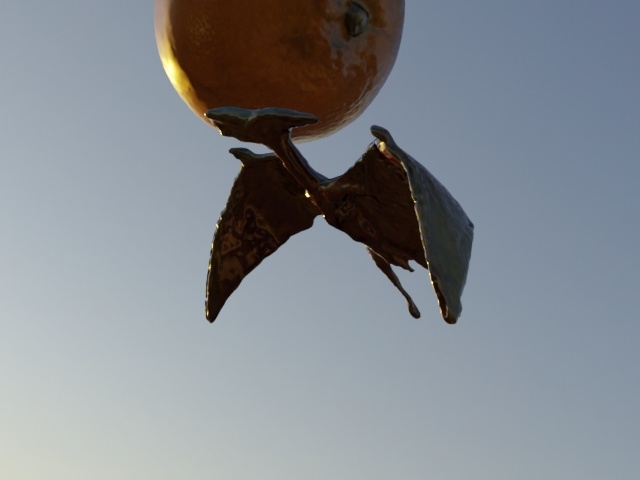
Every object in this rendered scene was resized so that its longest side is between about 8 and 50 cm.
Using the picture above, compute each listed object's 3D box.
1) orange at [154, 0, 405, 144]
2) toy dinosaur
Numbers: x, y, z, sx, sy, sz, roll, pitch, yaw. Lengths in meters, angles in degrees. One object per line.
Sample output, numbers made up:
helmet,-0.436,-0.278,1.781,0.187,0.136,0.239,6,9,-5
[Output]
orange,-0.050,-0.267,1.390,0.312,0.312,0.312,15,-22,6
toy dinosaur,0.008,0.006,0.773,0.327,0.113,0.206,22,-24,42
